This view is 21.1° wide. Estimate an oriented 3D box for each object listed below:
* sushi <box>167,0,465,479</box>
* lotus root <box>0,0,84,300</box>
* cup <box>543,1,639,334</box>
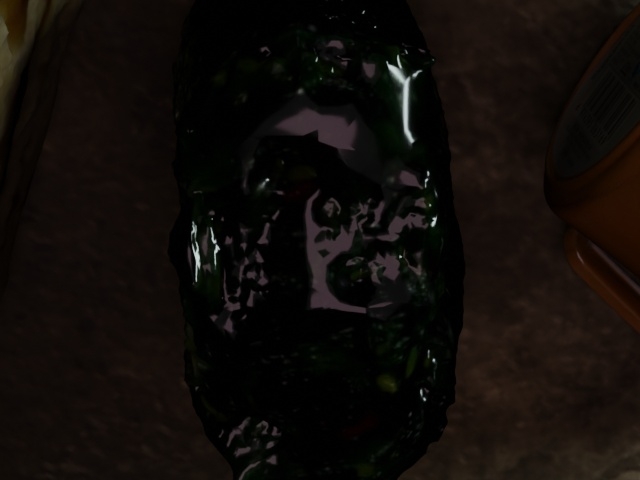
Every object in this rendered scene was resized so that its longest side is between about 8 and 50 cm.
[{"bbox_3d":[0.000,0.000,0.738,0.124,0.127,0.225,-3,116,-1],"label":"sushi"},{"bbox_3d":[-0.224,-0.056,0.616,0.250,0.316,0.316,25,115,-6],"label":"lotus root"},{"bbox_3d":[0.224,0.010,0.747,0.264,0.182,0.226,33,143,-11],"label":"cup"}]
